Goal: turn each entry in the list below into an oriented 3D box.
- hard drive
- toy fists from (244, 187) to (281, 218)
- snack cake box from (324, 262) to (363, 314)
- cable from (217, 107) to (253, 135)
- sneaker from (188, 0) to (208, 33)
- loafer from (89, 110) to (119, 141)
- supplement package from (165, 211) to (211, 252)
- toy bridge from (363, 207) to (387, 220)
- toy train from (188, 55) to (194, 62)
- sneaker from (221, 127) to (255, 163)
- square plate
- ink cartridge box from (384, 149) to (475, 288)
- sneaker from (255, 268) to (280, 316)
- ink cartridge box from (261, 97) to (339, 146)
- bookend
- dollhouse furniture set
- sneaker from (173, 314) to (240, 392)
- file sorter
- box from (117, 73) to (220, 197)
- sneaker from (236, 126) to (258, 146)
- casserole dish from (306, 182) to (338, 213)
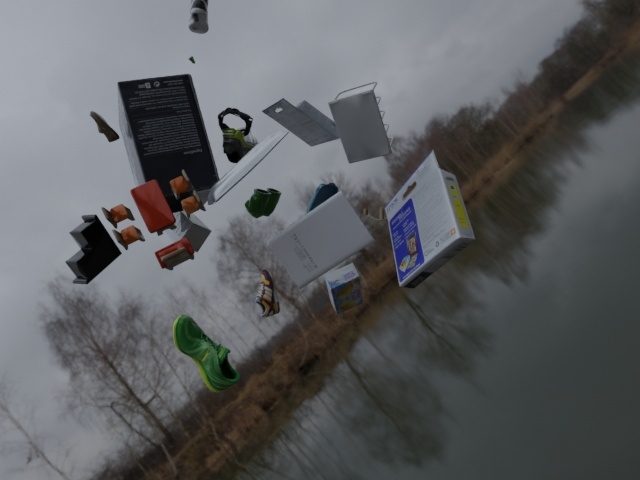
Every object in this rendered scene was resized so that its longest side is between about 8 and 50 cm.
[{"bbox_3d":[0.000,0.000,1.624,0.318,0.210,0.040,-34,3,11],"label":"hard drive"},{"bbox_3d":[-0.297,-0.192,2.345,0.142,0.096,0.279,-68,-11,13],"label":"toy fists"},{"bbox_3d":[0.118,0.240,2.246,0.152,0.089,0.264,-23,-37,-6],"label":"snack cake box"},{"bbox_3d":[-0.450,-0.610,2.389,0.184,0.047,0.151,13,-49,-30],"label":"cable"},{"bbox_3d":[-0.467,-0.899,1.792,0.217,0.079,0.121,-170,86,-71],"label":"sneaker"},{"bbox_3d":[-0.893,-0.464,1.882,0.050,0.148,0.056,-41,13,-1],"label":"loafer"},{"bbox_3d":[-0.677,-0.071,2.270,0.134,0.244,0.139,-56,-35,4],"label":"supplement package"},{"bbox_3d":[0.296,-0.127,2.209,0.188,0.063,0.026,-2,-3,30],"label":"toy bridge"},{"bbox_3d":[-0.454,-0.639,1.629,0.017,0.024,0.083,-36,20,1],"label":"toy train"},{"bbox_3d":[-0.379,-0.405,2.123,0.300,0.111,0.122,35,-118,-69],"label":"sneaker"},{"bbox_3d":[-0.283,-0.264,1.666,0.344,0.049,0.347,-47,15,-11],"label":"square plate"},{"bbox_3d":[0.314,-0.057,1.392,0.304,0.072,0.308,126,147,-51],"label":"ink cartridge box"},{"bbox_3d":[-0.218,0.205,1.794,0.083,0.186,0.069,-12,-8,-29],"label":"sneaker"},{"bbox_3d":[-0.093,-0.592,2.257,0.072,0.330,0.324,-61,24,-9],"label":"ink cartridge box"},{"bbox_3d":[-0.734,0.027,1.434,0.072,0.156,0.157,-1,37,29],"label":"bookend"},{"bbox_3d":[-0.459,-0.053,1.323,0.261,0.259,0.135,-28,-11,-12],"label":"dollhouse furniture set"},{"bbox_3d":[-0.349,0.343,1.442,0.123,0.296,0.109,-22,22,21],"label":"sneaker"},{"bbox_3d":[0.183,-0.506,1.955,0.192,0.278,0.173,-10,31,23],"label":"file sorter"},{"bbox_3d":[-0.666,-0.382,1.986,0.297,0.472,0.480,-17,0,-24],"label":"box"},{"bbox_3d":[-0.436,-0.562,2.550,0.115,0.281,0.105,-12,-60,-21],"label":"sneaker"},{"bbox_3d":[0.003,-0.167,1.940,0.114,0.037,0.189,5,-62,-45],"label":"casserole dish"}]
